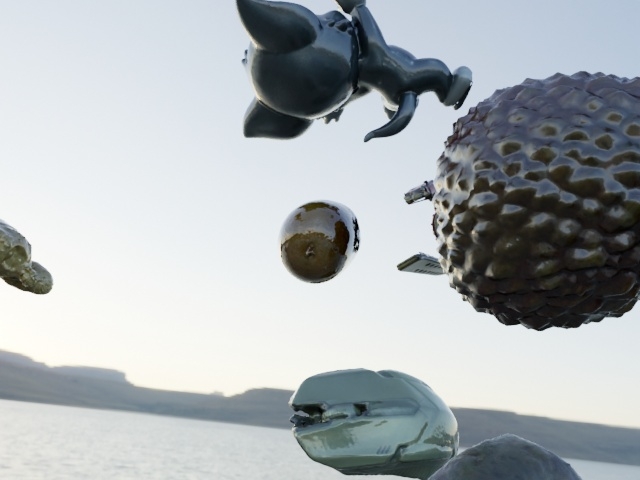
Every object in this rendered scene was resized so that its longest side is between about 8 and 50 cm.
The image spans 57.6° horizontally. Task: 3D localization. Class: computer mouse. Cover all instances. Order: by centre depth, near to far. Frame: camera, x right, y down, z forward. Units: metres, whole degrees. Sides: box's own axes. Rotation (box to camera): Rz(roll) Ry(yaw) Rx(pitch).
[{"bbox_3d":[0.142,0.383,1.253,0.429,0.228,0.145,11,-44,-25],"label":"computer mouse"}]

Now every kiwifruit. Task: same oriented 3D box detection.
[{"bbox_3d":[0.000,0.000,0.530,0.075,0.075,0.124,3,10,9],"label":"kiwifruit"}]

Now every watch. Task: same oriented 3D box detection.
[{"bbox_3d":[0.200,-0.024,1.017,0.102,0.165,0.268,-20,-15,33],"label":"watch"}]

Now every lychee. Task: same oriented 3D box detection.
[{"bbox_3d":[0.218,-0.036,0.512,0.236,0.236,0.271,16,-19,-29],"label":"lychee"}]

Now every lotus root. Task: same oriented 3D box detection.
[{"bbox_3d":[0.229,0.399,0.783,0.314,0.142,0.210,-27,26,-30],"label":"lotus root"}]

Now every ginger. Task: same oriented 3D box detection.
[{"bbox_3d":[-0.476,0.002,0.835,0.205,0.081,0.115,33,-2,13],"label":"ginger"}]

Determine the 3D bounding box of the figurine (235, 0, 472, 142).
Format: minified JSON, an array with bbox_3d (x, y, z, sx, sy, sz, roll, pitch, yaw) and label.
[{"bbox_3d":[0.032,-0.183,0.689,0.265,0.140,0.193,24,-36,3],"label":"figurine"}]
